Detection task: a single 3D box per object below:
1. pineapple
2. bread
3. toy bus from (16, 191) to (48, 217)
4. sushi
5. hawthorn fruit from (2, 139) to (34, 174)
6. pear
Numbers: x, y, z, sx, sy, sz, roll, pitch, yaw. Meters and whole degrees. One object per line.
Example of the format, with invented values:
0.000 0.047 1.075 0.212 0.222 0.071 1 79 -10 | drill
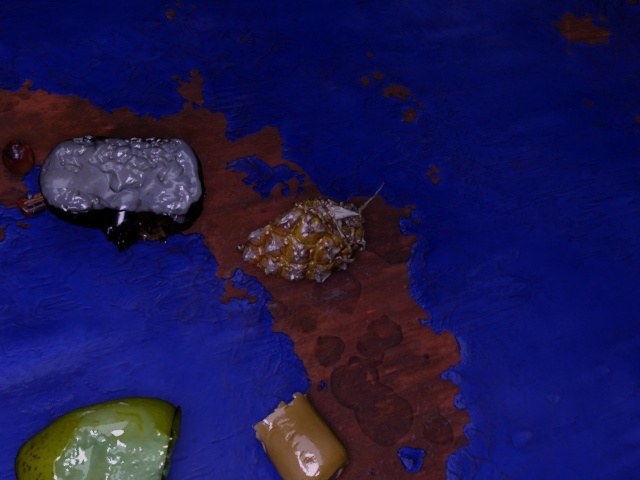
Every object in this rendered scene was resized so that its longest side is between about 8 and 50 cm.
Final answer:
0.000 -0.003 1.623 0.334 0.158 0.161 -11 58 -23 | pineapple
-0.031 0.384 1.374 0.134 0.085 0.173 -31 67 -31 | bread
-0.603 -0.086 1.602 0.110 0.031 0.043 -28 72 -31 | toy bus
-0.413 -0.090 1.548 0.348 0.207 0.235 5 68 -11 | sushi
-0.672 -0.186 1.630 0.077 0.077 0.077 7 53 -10 | hawthorn fruit
-0.377 0.375 1.245 0.292 0.159 0.293 6 53 -8 | pear
